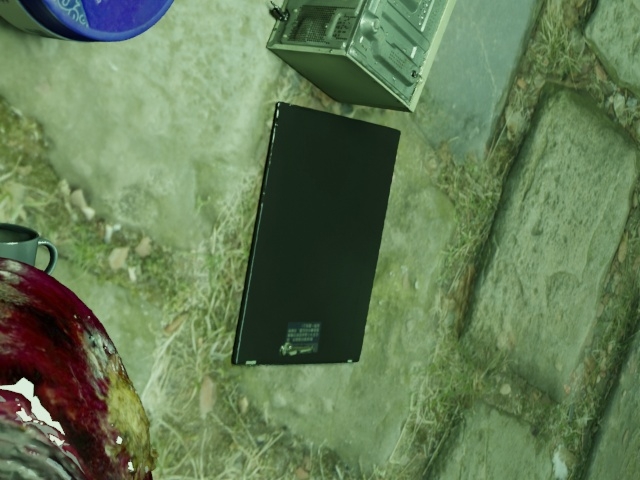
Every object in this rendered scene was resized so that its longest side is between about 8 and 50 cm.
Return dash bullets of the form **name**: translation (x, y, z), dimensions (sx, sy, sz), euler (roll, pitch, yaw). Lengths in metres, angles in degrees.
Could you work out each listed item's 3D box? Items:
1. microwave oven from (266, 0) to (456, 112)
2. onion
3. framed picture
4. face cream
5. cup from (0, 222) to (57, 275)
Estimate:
- **microwave oven**: translation (0.066, -0.308, 1.400), dimensions (0.194, 0.145, 0.240), euler (33, 76, -52)
- **onion**: translation (-0.290, 0.169, 0.984), dimensions (0.260, 0.282, 0.337), euler (-98, 162, -58)
- **framed picture**: translation (0.000, 0.000, 1.509), dimensions (0.255, 0.014, 0.339), euler (5, 96, -50)
- **face cream**: translation (-0.233, -0.293, 1.074), dimensions (0.206, 0.111, 0.206), euler (-18, 113, -47)
- **cup**: translation (-0.305, 0.028, 1.103), dimensions (0.100, 0.078, 0.077), euler (-1, 106, -34)
